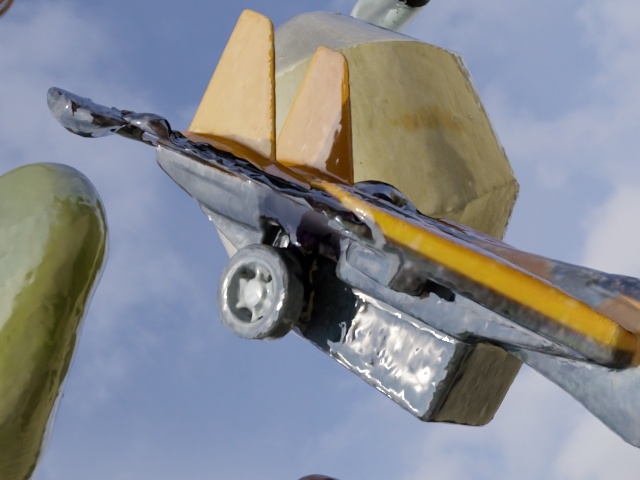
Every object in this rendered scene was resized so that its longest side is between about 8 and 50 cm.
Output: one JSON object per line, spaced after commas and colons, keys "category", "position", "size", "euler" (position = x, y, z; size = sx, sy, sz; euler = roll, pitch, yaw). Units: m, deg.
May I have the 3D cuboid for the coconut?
{"category": "coconut", "position": [0.018, -0.052, 0.681], "size": [0.202, 0.222, 0.202], "euler": [-23, -15, -6]}

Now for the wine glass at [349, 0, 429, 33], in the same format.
{"category": "wine glass", "position": [0.056, -0.250, 1.192], "size": [0.074, 0.262, 0.074], "euler": [4, -102, -21]}

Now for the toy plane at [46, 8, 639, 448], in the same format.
{"category": "toy plane", "position": [0.056, 0.029, 0.352], "size": [0.204, 0.316, 0.103], "euler": [15, -70, -51]}

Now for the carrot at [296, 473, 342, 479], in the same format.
{"category": "carrot", "position": [0.061, 0.202, 0.720], "size": [0.048, 0.216, 0.048], "euler": [-4, -86, -55]}

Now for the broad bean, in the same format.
{"category": "broad bean", "position": [-0.229, 0.068, 0.692], "size": [0.121, 0.189, 0.263], "euler": [18, -90, -36]}

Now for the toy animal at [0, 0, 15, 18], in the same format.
{"category": "toy animal", "position": [-0.329, -0.250, 0.973], "size": [0.230, 0.224, 0.066], "euler": [-35, -76, 9]}
